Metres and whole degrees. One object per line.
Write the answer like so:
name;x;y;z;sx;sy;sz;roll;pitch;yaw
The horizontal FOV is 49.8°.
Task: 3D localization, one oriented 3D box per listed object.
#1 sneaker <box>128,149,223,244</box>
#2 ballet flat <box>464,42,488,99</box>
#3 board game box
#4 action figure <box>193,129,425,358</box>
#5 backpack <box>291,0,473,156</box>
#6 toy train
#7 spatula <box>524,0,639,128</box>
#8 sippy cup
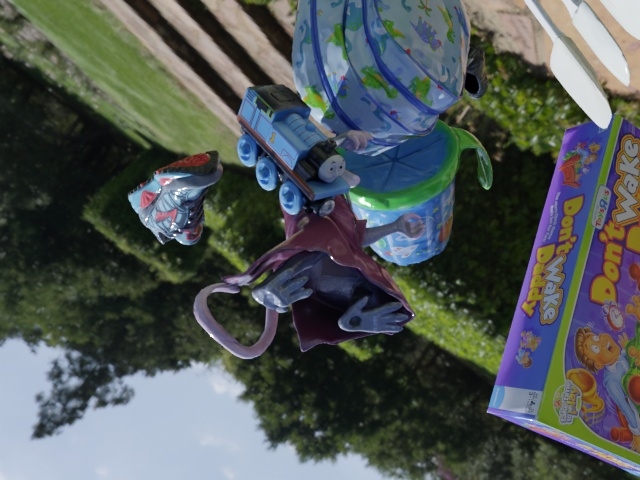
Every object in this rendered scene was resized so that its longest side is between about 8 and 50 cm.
sneaker;-0.211;-0.060;1.101;0.262;0.104;0.125;-18;98;58
ballet flat;0.251;-0.278;1.166;0.057;0.049;0.173;38;180;19
board game box;0.345;0.068;0.778;0.233;0.347;0.078;25;164;-20
action figure;0.000;0.000;0.971;0.248;0.275;0.370;53;-166;-32
backpack;0.090;-0.302;1.023;0.273;0.356;0.290;0;150;46
toy train;-0.037;-0.112;0.863;0.080;0.105;0.184;-16;-127;-39
spatula;0.180;-0.217;0.559;0.242;0.019;0.168;61;-176;19
sippy cup;0.154;-0.082;1.300;0.305;0.240;0.224;8;140;25
